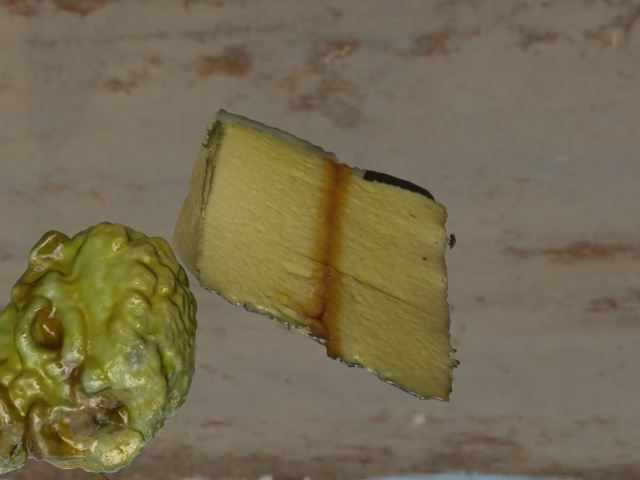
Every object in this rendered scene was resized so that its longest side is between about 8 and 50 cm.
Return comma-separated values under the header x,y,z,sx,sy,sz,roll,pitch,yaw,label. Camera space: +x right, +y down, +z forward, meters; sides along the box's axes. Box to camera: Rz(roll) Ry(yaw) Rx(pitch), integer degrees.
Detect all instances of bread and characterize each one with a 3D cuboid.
x,y,z,sx,sy,sz,roll,pitch,yaw,label
0.000,0.000,1.584,0.345,0.242,0.405,21,178,-6,bread

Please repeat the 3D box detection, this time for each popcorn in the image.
x,y,z,sx,sy,sz,roll,pitch,yaw,label
-0.231,0.121,1.368,0.225,0.286,0.174,16,156,37,popcorn

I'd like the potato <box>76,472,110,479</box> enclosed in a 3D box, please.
x,y,z,sx,sy,sz,roll,pitch,yaw,label
-0.376,0.493,2.011,0.116,0.299,0.239,7,149,-29,potato
